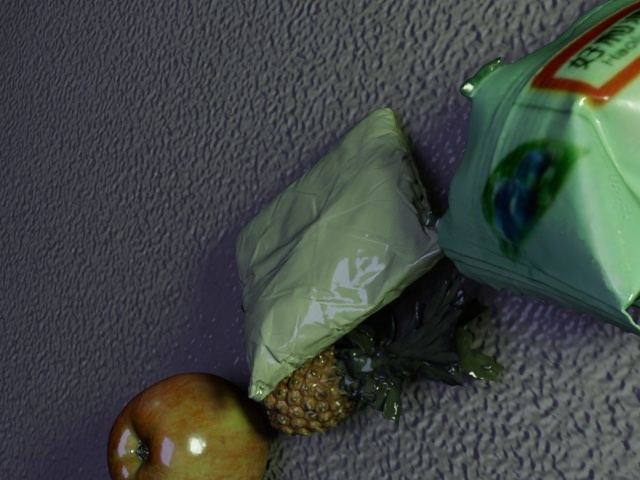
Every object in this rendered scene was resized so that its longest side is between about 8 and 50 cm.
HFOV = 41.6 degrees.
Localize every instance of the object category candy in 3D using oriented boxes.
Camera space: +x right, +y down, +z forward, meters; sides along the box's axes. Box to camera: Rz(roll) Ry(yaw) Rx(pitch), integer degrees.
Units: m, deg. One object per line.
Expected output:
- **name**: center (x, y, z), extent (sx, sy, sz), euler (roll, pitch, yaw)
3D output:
- **candy**: center (0.278, -0.116, 0.690), extent (0.398, 0.172, 0.263), euler (-49, 31, -3)

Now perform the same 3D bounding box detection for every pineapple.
- **pineapple**: center (0.060, 0.132, 0.920), extent (0.277, 0.119, 0.130), euler (-22, 25, 34)

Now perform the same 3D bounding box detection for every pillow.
- **pillow**: center (0.001, 0.000, 0.950), extent (0.274, 0.076, 0.281), euler (-38, 35, 21)

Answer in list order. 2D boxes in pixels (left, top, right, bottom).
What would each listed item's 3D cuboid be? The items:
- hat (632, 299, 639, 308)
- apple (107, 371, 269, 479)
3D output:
- **hat**: center (0.337, -0.013, 0.732), extent (0.138, 0.078, 0.191), euler (36, 95, 48)
- **apple**: center (-0.164, 0.257, 1.040), extent (0.188, 0.174, 0.188), euler (-7, 78, 36)
